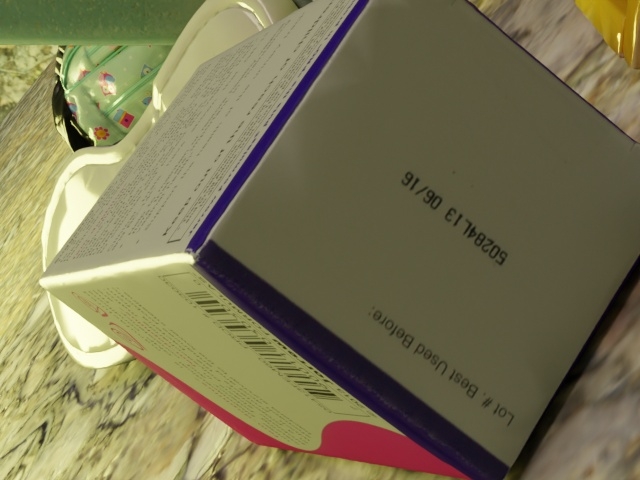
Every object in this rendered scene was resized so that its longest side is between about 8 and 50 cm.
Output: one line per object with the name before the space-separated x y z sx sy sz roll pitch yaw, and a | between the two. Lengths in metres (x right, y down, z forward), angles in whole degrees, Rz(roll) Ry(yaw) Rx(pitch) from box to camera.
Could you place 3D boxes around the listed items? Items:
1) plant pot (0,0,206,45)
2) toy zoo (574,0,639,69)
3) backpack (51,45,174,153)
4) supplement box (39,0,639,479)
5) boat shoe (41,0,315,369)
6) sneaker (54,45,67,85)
plant pot | -0.054 -0.267 1.070 0.248 0.252 0.247 -68 -19 -46
toy zoo | 0.104 -0.177 0.614 0.293 0.030 0.192 -99 9 -68
backpack | -0.102 -0.137 1.246 0.182 0.115 0.152 -36 19 42
supplement box | 0.000 0.000 0.590 0.114 0.111 0.220 -56 15 -15
boat shoe | -0.054 -0.024 0.923 0.099 0.116 0.319 -10 -22 -34
sneaker | -0.080 -0.222 1.431 0.330 0.122 0.146 -50 -4 13
